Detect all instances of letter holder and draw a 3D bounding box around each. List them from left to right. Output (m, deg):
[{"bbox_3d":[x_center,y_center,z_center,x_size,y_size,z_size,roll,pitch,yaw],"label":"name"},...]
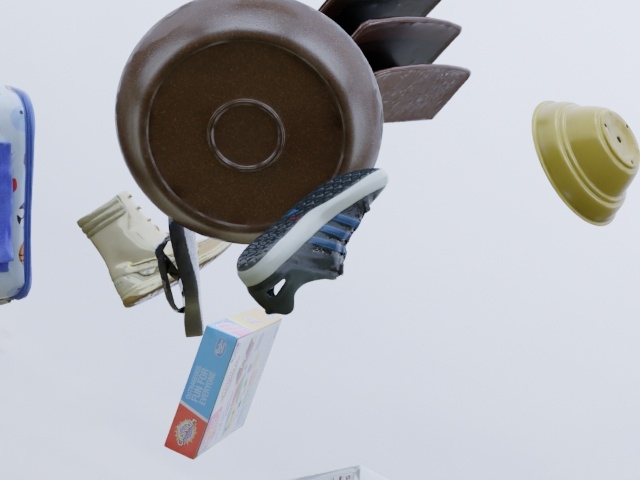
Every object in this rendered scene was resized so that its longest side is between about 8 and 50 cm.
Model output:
[{"bbox_3d":[0.124,-0.311,1.908,0.214,0.301,0.152,-46,-110,32],"label":"letter holder"}]

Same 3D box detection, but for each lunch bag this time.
[{"bbox_3d":[-0.461,-0.061,1.605,0.115,0.304,0.243,-6,13,-37],"label":"lunch bag"}]

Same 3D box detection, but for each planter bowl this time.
[{"bbox_3d":[0.427,-0.138,1.836,0.217,0.217,0.090,35,-45,-28],"label":"planter bowl"}]

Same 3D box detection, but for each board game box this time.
[{"bbox_3d":[-0.179,0.263,2.276,0.064,0.242,0.316,21,6,11],"label":"board game box"}]

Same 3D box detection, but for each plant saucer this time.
[{"bbox_3d":[-0.083,-0.126,1.360,0.310,0.050,0.311,1,-65,1],"label":"plant saucer"}]

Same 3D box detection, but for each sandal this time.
[{"bbox_3d":[-0.184,0.054,1.546,0.054,0.097,0.254,-4,-34,-5],"label":"sandal"}]

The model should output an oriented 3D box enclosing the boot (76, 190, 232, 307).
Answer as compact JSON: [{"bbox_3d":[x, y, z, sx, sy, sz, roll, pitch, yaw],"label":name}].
[{"bbox_3d":[-0.309,-0.013,2.261,0.203,0.262,0.095,57,-31,5],"label":"boot"}]

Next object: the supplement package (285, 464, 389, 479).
[{"bbox_3d":[-0.011,0.347,1.309,0.244,0.134,0.139,-20,-40,37],"label":"supplement package"}]

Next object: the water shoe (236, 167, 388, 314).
[{"bbox_3d":[0.000,0.000,1.244,0.073,0.203,0.080,4,-53,58],"label":"water shoe"}]
